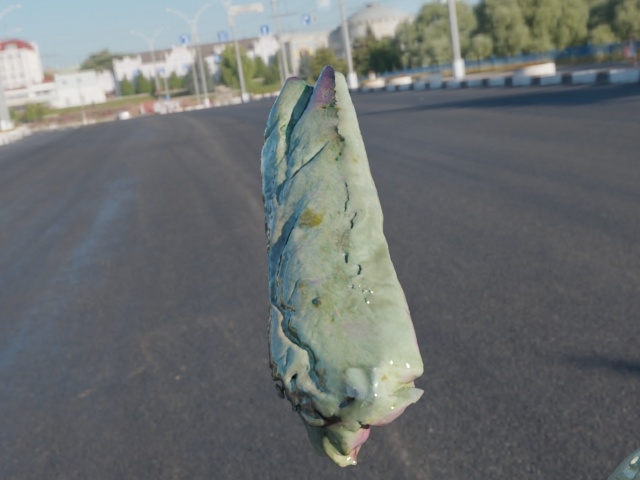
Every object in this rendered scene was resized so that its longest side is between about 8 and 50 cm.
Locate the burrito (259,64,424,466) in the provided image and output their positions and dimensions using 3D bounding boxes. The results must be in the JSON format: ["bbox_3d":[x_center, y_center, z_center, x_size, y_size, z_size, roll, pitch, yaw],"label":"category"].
[{"bbox_3d":[0.001,-0.002,0.565,0.066,0.309,0.096,28,-53,-34],"label":"burrito"}]

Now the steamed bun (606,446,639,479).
[{"bbox_3d":[0.340,0.256,0.496,0.312,0.333,0.233,-20,-3,-8],"label":"steamed bun"}]
